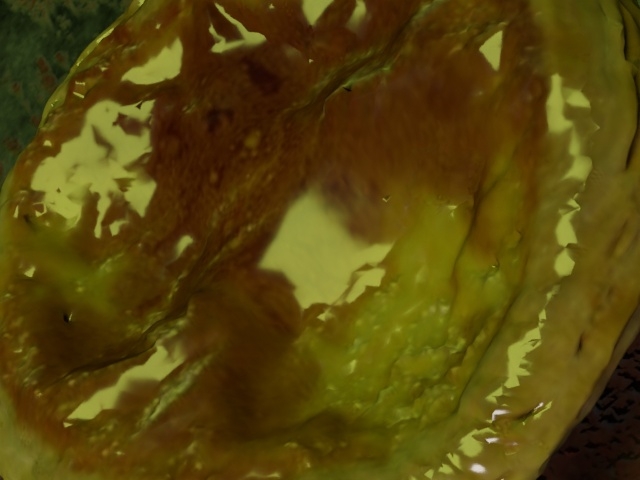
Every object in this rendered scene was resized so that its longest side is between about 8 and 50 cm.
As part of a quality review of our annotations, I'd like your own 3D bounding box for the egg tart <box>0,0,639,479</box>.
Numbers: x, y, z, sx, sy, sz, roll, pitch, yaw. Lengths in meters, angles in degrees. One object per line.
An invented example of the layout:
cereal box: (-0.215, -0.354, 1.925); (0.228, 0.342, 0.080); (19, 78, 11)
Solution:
egg tart: (0.000, 0.000, 0.783); (0.443, 0.178, 0.443); (-18, 54, 26)
